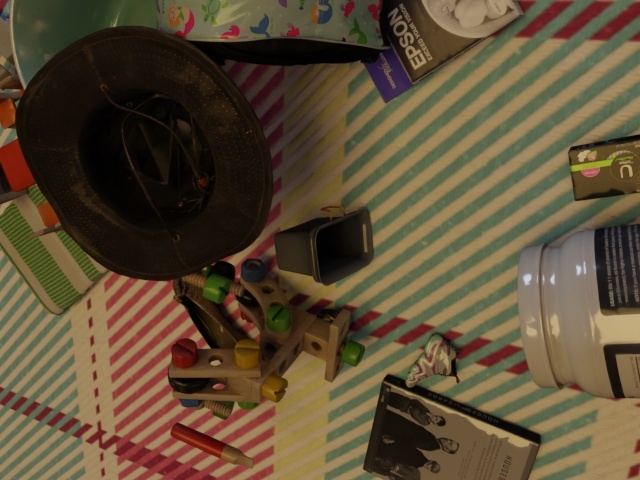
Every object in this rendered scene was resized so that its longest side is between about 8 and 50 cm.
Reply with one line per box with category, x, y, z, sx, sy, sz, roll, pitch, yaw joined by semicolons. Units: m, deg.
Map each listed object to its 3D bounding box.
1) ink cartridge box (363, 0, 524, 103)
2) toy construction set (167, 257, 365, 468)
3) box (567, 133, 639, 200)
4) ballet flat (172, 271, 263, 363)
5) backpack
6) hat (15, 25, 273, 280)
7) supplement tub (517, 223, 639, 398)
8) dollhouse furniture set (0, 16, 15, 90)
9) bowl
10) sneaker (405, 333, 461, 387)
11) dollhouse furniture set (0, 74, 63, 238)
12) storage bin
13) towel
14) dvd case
ink cartridge box;0.111;-0.311;0.736;0.208;0.045;0.206;-28;91;33
toy construction set;-0.076;0.197;0.870;0.237;0.257;0.308;20;103;13
box;0.337;-0.085;0.682;0.083;0.052;0.062;-8;101;28
ballet flat;-0.181;0.162;1.021;0.084;0.058;0.250;-34;88;32
backpack;-0.062;-0.291;0.679;0.225;0.253;0.191;25;125;49
hat;-0.197;-0.114;0.732;0.331;0.134;0.331;7;120;13
supplement tub;0.370;0.073;0.631;0.272;0.191;0.191;-7;102;29
dollhouse furniture set;-0.627;-0.338;1.119;0.144;0.123;0.151;41;84;11
bowl;-0.289;-0.295;0.878;0.312;0.163;0.311;9;110;25
sneaker;0.171;0.192;0.860;0.069;0.038;0.098;33;118;16
dollhouse furniture set;-0.541;-0.128;1.034;0.259;0.135;0.262;-17;97;29
storage bin;0.000;0.000;0.842;0.091;0.135;0.098;4;107;36
towel;-0.514;-0.014;1.155;0.325;0.038;0.248;-38;86;30
dvd case;0.191;0.327;0.896;0.239;0.029;0.179;18;112;21
